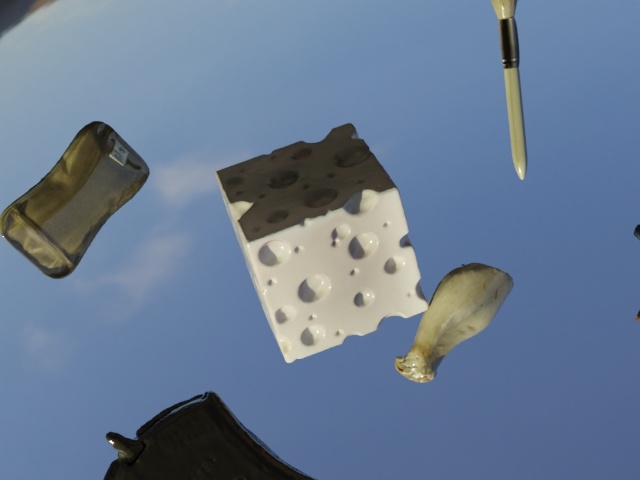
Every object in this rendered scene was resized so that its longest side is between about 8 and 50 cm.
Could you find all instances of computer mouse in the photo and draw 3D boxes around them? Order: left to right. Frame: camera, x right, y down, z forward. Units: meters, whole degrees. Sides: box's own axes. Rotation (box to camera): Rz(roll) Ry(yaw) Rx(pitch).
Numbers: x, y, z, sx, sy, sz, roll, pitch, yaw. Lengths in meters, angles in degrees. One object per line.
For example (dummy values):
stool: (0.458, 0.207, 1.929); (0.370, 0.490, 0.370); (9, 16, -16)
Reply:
computer mouse: (-0.058, 0.227, 0.846); (0.147, 0.264, 0.088); (-51, 167, -17)

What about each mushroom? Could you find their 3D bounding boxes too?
mushroom: (0.206, 0.129, 1.713); (0.225, 0.116, 0.093); (-51, -142, -2)

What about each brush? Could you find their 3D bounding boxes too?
brush: (0.279, -0.236, 1.577); (0.042, 0.299, 0.039); (-16, -169, -36)

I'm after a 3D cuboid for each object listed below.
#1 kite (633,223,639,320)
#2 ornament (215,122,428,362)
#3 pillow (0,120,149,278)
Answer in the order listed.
kite: (0.577, 0.059, 1.704); (0.016, 0.234, 0.321); (-50, -177, 46)
ornament: (0.000, 0.000, 1.714); (0.240, 0.239, 0.239); (-21, -145, -6)
pillow: (-0.339, -0.058, 1.522); (0.217, 0.130, 0.033); (-53, -152, -17)
